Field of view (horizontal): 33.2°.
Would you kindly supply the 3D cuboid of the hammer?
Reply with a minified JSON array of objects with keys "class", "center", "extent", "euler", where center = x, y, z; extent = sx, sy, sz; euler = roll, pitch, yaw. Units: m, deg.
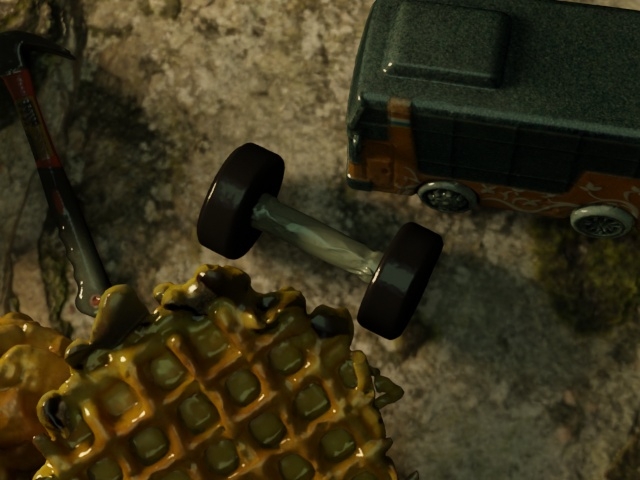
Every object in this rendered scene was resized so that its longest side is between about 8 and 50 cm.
[{"class":"hammer","center":[-0.244,-0.061,0.974],"extent":[0.111,0.033,0.287],"euler":[-22,79,3]}]

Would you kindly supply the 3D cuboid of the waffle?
[{"class":"waffle","center":[-0.075,0.170,0.851],"extent":[0.329,0.062,0.329],"euler":[-1,95,-7]}]

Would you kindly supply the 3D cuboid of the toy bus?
[{"class":"toy bus","center":[0.159,-0.104,0.854],"extent":[0.275,0.167,0.138],"euler":[9,66,9]}]

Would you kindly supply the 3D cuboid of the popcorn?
[{"class":"popcorn","center":[-0.288,0.151,0.892],"extent":[0.163,0.140,0.194],"euler":[20,93,-5]}]

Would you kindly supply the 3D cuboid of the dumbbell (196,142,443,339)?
[{"class":"dumbbell","center":[0.000,0.000,0.901],"extent":[0.191,0.100,0.100],"euler":[27,84,9]}]
